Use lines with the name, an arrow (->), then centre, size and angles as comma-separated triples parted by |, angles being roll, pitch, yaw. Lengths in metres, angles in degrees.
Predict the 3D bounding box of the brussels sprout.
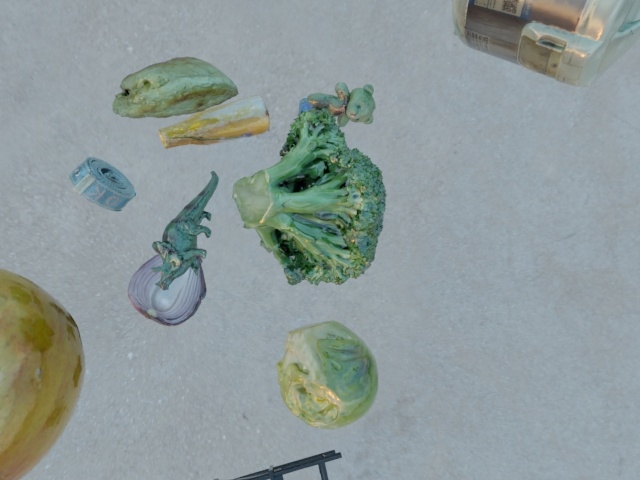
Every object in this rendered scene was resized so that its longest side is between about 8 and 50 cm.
brussels sprout -> 0.029, 0.410, 1.727 | 0.344, 0.268, 0.344 | 10, 69, -25

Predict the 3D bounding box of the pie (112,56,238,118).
pie -> -0.243, -0.251, 0.916 | 0.201, 0.248, 0.090 | -12, 106, -17

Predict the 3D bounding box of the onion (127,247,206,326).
onion -> -0.477, 0.140, 1.810 | 0.227, 0.120, 0.283 | 39, 68, -6

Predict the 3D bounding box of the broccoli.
broccoli -> -0.018, -0.055, 0.866 | 0.241, 0.269, 0.262 | -3, 73, -52

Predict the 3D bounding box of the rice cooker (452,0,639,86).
rice cooker -> 0.365, -0.389, 0.834 | 0.277, 0.288, 0.288 | 30, 75, 22

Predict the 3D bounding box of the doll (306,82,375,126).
doll -> 0.047, -0.292, 1.232 | 0.150, 0.115, 0.078 | 0, 46, 8

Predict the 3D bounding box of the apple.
apple -> -0.475, 0.185, 0.743 | 0.298, 0.299, 0.275 | 15, 62, -13

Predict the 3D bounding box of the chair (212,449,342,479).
chair -> -0.075, 0.516, 1.111 | 0.260, 0.154, 0.141 | -13, 72, -8

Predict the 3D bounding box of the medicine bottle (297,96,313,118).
medicine bottle -> -0.046, -0.369, 1.692 | 0.051, 0.051, 0.191 | 17, 41, -13

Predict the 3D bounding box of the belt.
belt -> -0.550, -0.140, 1.402 | 0.082, 0.148, 0.163 | -43, 137, 6

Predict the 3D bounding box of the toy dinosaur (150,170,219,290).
toy dinosaur -> -0.284, -0.019, 1.258 | 0.120, 0.079, 0.292 | 35, 78, -3

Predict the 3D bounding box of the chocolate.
chocolate -> -0.212, -0.229, 1.113 | 0.219, 0.085, 0.086 | -18, 89, -16
